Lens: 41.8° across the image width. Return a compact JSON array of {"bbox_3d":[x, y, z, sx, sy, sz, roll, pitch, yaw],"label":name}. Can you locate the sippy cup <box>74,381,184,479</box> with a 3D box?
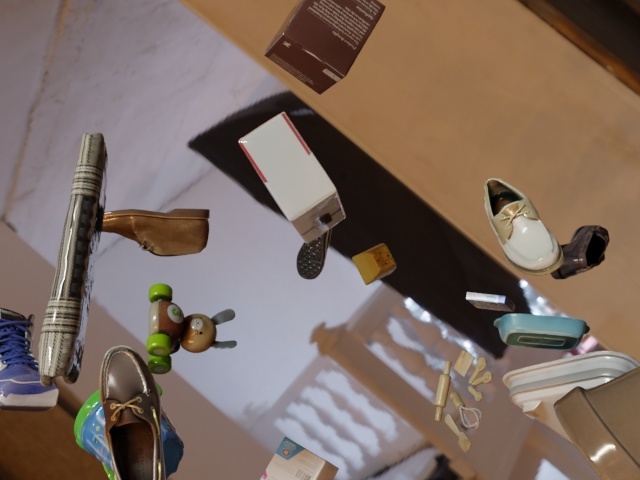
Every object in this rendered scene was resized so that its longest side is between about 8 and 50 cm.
[{"bbox_3d":[-0.472,0.506,2.142,0.240,0.224,0.305,-38,-39,-19],"label":"sippy cup"}]

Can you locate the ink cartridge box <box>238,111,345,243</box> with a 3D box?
[{"bbox_3d":[-0.051,-0.121,1.740,0.114,0.197,0.273,-33,-11,-1],"label":"ink cartridge box"}]

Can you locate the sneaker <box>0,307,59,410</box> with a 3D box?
[{"bbox_3d":[-0.571,0.210,1.510,0.315,0.127,0.182,-8,75,54],"label":"sneaker"}]

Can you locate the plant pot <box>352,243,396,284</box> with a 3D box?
[{"bbox_3d":[0.142,0.053,2.096,0.081,0.081,0.083,-25,-7,-21],"label":"plant pot"}]

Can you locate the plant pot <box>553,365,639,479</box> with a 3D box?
[{"bbox_3d":[0.550,0.301,1.350,0.229,0.263,0.263,-42,-2,13],"label":"plant pot"}]

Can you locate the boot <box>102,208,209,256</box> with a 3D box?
[{"bbox_3d":[-0.411,-0.018,1.960,0.112,0.305,0.115,-172,82,-77],"label":"boot"}]

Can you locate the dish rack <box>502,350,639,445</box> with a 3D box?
[{"bbox_3d":[0.548,0.338,1.631,0.285,0.333,0.072,-25,40,44],"label":"dish rack"}]

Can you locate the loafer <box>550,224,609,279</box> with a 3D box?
[{"bbox_3d":[0.661,0.028,2.061,0.095,0.109,0.302,-11,7,41],"label":"loafer"}]

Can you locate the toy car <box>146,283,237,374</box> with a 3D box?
[{"bbox_3d":[-0.274,0.190,1.801,0.149,0.188,0.155,103,165,-51],"label":"toy car"}]

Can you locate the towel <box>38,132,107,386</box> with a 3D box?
[{"bbox_3d":[-0.337,0.041,1.141,0.324,0.056,0.312,139,138,-72],"label":"towel"}]

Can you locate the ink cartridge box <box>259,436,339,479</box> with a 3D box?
[{"bbox_3d":[-0.060,0.467,1.531,0.181,0.104,0.061,-59,-38,-13],"label":"ink cartridge box"}]

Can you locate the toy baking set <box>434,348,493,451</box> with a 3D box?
[{"bbox_3d":[0.350,0.395,2.106,0.197,0.030,0.256,-15,56,63],"label":"toy baking set"}]

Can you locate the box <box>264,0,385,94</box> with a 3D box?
[{"bbox_3d":[0.008,-0.472,1.892,0.203,0.168,0.167,-60,14,-13],"label":"box"}]

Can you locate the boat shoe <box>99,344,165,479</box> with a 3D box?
[{"bbox_3d":[-0.367,0.360,1.636,0.117,0.324,0.097,-9,-12,-10],"label":"boat shoe"}]

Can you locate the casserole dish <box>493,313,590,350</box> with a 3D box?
[{"bbox_3d":[0.443,0.186,1.682,0.114,0.188,0.037,82,-166,-62],"label":"casserole dish"}]

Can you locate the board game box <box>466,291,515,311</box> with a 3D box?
[{"bbox_3d":[0.388,0.140,1.910,0.090,0.090,0.020,33,-113,-58],"label":"board game box"}]

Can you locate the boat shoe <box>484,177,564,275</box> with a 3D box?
[{"bbox_3d":[0.423,-0.034,1.821,0.113,0.103,0.302,-31,32,3],"label":"boat shoe"}]

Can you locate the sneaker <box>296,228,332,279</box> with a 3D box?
[{"bbox_3d":[0.000,0.000,2.386,0.097,0.084,0.234,-25,-47,-62],"label":"sneaker"}]
